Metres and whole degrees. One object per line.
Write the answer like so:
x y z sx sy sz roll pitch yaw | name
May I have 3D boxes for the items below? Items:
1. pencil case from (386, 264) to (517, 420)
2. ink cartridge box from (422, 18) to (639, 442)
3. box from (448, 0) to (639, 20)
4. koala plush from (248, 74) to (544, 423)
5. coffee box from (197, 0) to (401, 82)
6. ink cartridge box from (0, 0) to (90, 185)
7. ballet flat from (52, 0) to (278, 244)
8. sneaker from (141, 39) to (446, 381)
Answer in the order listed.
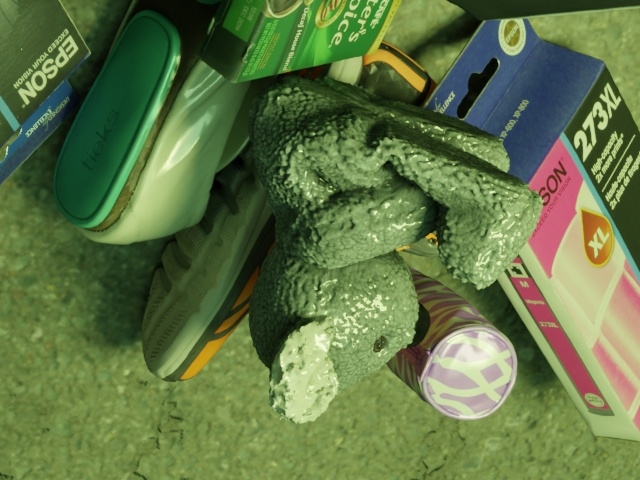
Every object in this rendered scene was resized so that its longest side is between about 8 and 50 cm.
0.082 0.076 1.477 0.088 0.206 0.086 22 95 -25 | pencil case
0.213 -0.016 1.506 0.175 0.069 0.371 -55 126 -29 | ink cartridge box
0.085 -0.351 1.135 0.395 0.212 0.293 25 74 -39 | box
0.016 0.013 1.298 0.203 0.196 0.221 20 105 -9 | koala plush
0.001 -0.175 1.272 0.184 0.040 0.113 -18 141 -56 | coffee box
-0.264 -0.149 1.230 0.165 0.065 0.332 -51 139 -22 | ink cartridge box
-0.069 -0.171 1.345 0.139 0.139 0.400 17 114 -27 | ballet flat
0.000 0.000 1.448 0.180 0.124 0.321 27 105 -28 | sneaker
